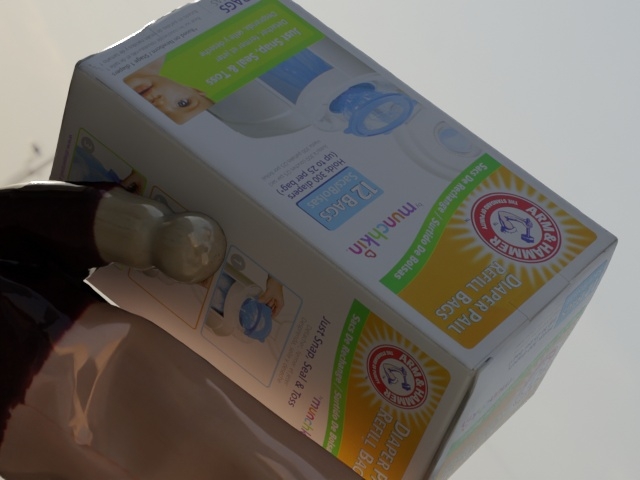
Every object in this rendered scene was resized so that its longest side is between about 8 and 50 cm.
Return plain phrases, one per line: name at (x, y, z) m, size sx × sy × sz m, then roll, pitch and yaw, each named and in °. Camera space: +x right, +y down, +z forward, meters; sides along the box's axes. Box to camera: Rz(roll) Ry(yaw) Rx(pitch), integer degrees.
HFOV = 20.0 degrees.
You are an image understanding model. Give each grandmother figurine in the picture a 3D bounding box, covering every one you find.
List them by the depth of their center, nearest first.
grandmother figurine at (-0.107, 0.062, 0.731) m, size 0.342 × 0.208 × 0.104 m, roll 39°, pitch 12°, yaw 15°

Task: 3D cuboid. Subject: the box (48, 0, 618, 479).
box at (0.000, 0.000, 0.747) m, size 0.203 × 0.114 × 0.103 m, roll 38°, pitch -44°, yaw 17°
